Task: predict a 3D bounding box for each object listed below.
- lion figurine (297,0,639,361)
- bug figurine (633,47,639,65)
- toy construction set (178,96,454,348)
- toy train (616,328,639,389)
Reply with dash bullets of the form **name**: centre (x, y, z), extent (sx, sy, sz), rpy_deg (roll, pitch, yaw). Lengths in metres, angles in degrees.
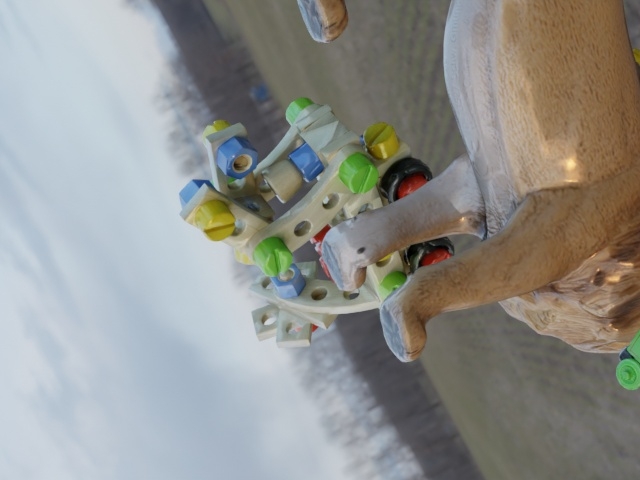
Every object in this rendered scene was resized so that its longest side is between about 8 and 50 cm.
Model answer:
- **lion figurine**: centre (0.103, -0.093, 0.639), extent (0.142, 0.240, 0.392), rpy_deg (44, 153, 58)
- **bug figurine**: centre (0.226, -0.163, 1.061), extent (0.279, 0.072, 0.216), rpy_deg (36, 177, 25)
- **toy construction set**: centre (0.000, 0.000, 1.166), extent (0.151, 0.215, 0.328), rpy_deg (52, 169, 28)
- **toy train**: centre (0.117, 0.054, 0.355), extent (0.017, 0.024, 0.083), rpy_deg (-8, -137, -44)
